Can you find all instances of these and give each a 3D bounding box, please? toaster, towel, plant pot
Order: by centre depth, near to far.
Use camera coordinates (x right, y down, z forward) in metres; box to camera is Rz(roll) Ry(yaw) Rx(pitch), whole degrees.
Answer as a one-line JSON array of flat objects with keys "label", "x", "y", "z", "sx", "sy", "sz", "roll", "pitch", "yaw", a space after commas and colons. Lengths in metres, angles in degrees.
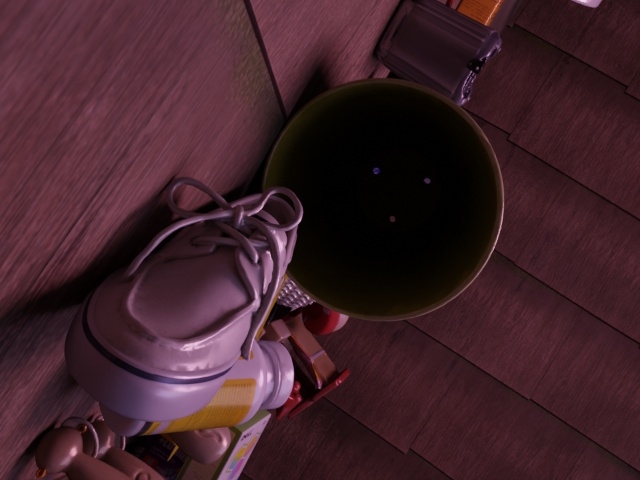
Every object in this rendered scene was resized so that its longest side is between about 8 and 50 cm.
[{"label": "plant pot", "x": 0.095, "y": -0.059, "z": 0.876, "sx": 0.274, "sy": 0.275, "sz": 0.293, "roll": -58, "pitch": 173, "yaw": 12}, {"label": "toaster", "x": 0.176, "y": -0.281, "z": 0.976, "sx": 0.129, "sy": 0.146, "sz": 0.227, "roll": -61, "pitch": 173, "yaw": 23}, {"label": "towel", "x": -0.101, "y": 0.209, "z": 1.700, "sx": 0.282, "sy": 0.049, "sz": 0.187, "roll": -62, "pitch": 173, "yaw": 28}]

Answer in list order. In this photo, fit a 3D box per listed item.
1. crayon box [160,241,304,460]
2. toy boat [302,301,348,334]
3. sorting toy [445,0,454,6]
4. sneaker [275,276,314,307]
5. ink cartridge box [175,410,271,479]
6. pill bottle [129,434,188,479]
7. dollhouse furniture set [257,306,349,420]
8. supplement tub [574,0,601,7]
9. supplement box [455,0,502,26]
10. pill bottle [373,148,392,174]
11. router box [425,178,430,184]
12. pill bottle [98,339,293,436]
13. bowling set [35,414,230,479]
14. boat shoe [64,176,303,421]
[{"label": "crayon box", "x": -0.149, "y": 0.138, "z": 0.894, "sx": 0.202, "sy": 0.081, "sz": 0.318, "roll": -49, "pitch": 169, "yaw": -50}, {"label": "toy boat", "x": -0.021, "y": 0.098, "z": 1.423, "sx": 0.151, "sy": 0.151, "sz": 0.231, "roll": -126, "pitch": -148, "yaw": -59}, {"label": "sorting toy", "x": 0.226, "y": -0.460, "z": 0.922, "sx": 0.132, "sy": 0.046, "sz": 0.274, "roll": -54, "pitch": 172, "yaw": -21}, {"label": "sneaker", "x": 0.001, "y": 0.000, "z": 1.237, "sx": 0.293, "sy": 0.102, "sz": 0.146, "roll": -47, "pitch": -156, "yaw": 27}, {"label": "ink cartridge box", "x": -0.139, "y": 0.302, "z": 0.998, "sx": 0.209, "sy": 0.062, "sz": 0.109, "roll": -63, "pitch": 164, "yaw": 9}, {"label": "pill bottle", "x": -0.234, "y": 0.335, "z": 1.089, "sx": 0.193, "sy": 0.108, "sz": 0.108, "roll": -52, "pitch": 172, "yaw": -38}, {"label": "dollhouse furniture set", "x": -0.094, "y": 0.284, "z": 1.400, "sx": 0.152, "sy": 0.201, "sz": 0.374, "roll": -38, "pitch": 172, "yaw": 16}, {"label": "supplement tub", "x": 0.203, "y": -0.357, "z": 0.445, "sx": 0.324, "sy": 0.235, "sz": 0.235, "roll": -61, "pitch": 172, "yaw": 31}, {"label": "supplement box", "x": 0.333, "y": -0.486, "z": 1.426, "sx": 0.233, "sy": 0.080, "sz": 0.078, "roll": -58, "pitch": 171, "yaw": 28}, {"label": "pill bottle", "x": 0.096, "y": -0.168, "z": 1.076, "sx": 0.112, "sy": 0.112, "sz": 0.186, "roll": -53, "pitch": 173, "yaw": -30}, {"label": "router box", "x": 0.214, "y": -0.238, "z": 1.244, "sx": 0.243, "sy": 0.081, "sz": 0.308, "roll": -33, "pitch": 132, "yaw": -72}, {"label": "pill bottle", "x": -0.121, "y": 0.139, "z": 0.666, "sx": 0.184, "sy": 0.103, "sz": 0.103, "roll": 8, "pitch": 121, "yaw": -41}, {"label": "bowling set", "x": -0.251, "y": 0.270, "z": 0.688, "sx": 0.200, "sy": 0.154, "sz": 0.287, "roll": -38, "pitch": -171, "yaw": 42}, {"label": "boat shoe", "x": -0.082, "y": 0.015, "z": 0.583, "sx": 0.156, "sy": 0.136, "sz": 0.367, "roll": -59, "pitch": 176, "yaw": 16}]
